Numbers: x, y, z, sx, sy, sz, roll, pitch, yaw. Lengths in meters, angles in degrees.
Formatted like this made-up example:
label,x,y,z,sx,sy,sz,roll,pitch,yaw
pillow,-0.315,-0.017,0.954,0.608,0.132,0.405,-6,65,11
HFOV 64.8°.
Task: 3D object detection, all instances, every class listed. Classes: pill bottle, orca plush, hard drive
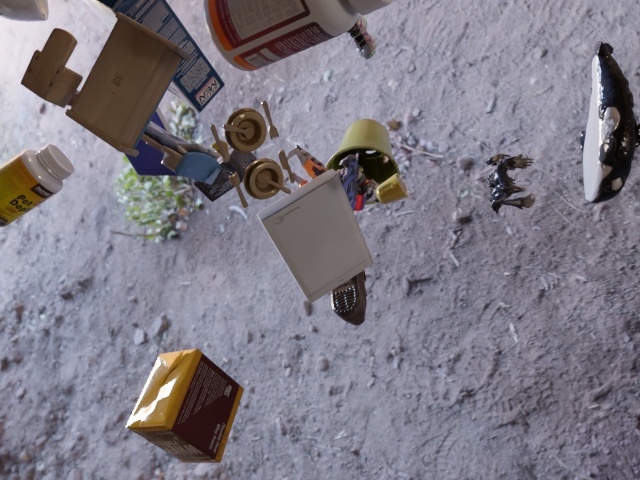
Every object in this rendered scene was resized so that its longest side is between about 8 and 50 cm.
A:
label,x,y,z,sx,sy,sz,roll,pitch,yaw
pill bottle,-0.691,-0.132,1.173,0.215,0.117,0.117,-34,63,0
orca plush,0.547,-0.215,0.921,0.102,0.151,0.287,-1,85,9
hard drive,0.000,0.000,1.406,0.233,0.353,0.047,-32,41,-6
pill bottle,-0.028,-0.303,0.628,0.221,0.121,0.121,-10,83,31
hard drive,-0.578,-0.341,1.644,0.210,0.318,0.040,3,50,18

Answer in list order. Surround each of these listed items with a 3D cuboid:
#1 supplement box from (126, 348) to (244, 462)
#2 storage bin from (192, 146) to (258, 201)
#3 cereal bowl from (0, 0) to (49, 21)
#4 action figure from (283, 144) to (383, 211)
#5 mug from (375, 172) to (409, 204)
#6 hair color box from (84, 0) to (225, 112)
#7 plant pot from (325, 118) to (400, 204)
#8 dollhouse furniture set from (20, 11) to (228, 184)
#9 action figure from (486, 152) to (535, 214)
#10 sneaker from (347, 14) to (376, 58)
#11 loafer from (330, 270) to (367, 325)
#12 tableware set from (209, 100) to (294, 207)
label,x,y,z,sx,sy,sz,roll,pitch,yaw
supplement box,-0.312,0.396,1.200,0.129,0.194,0.191,-14,41,29
storage bin,-0.291,-0.212,1.547,0.180,0.084,0.122,-26,28,34
cereal bowl,-0.617,-0.573,0.915,0.339,0.141,0.338,168,90,-74
action figure,0.051,-0.217,1.641,0.341,0.330,0.178,111,179,-55
mug,0.160,-0.119,1.172,0.064,0.078,0.062,-26,42,23
hair color box,-0.376,-0.457,1.141,0.174,0.347,0.105,37,83,24
plant pot,0.169,-0.322,1.923,0.276,0.276,0.253,-33,32,37
dollhouse furniture set,-0.330,-0.280,0.992,0.286,0.303,0.198,33,96,16
action figure,0.554,-0.176,1.472,0.141,0.275,0.164,0,113,14
sneaker,0.061,-0.375,0.909,0.038,0.069,0.098,-35,61,33
loafer,0.096,0.156,1.777,0.134,0.130,0.365,-14,38,16
tableware set,-0.124,-0.163,0.987,0.039,0.128,0.194,36,151,52
